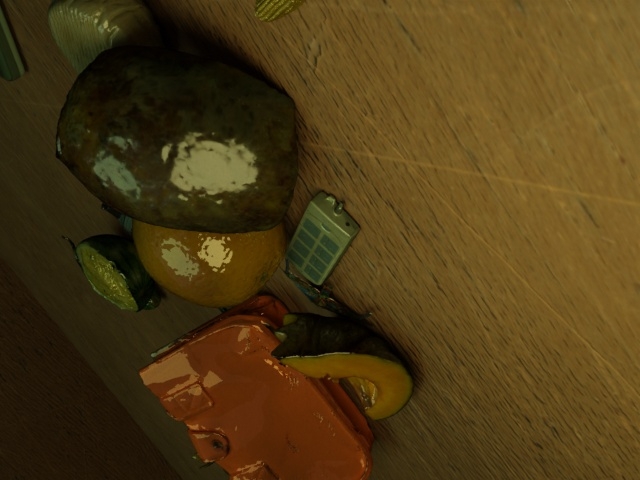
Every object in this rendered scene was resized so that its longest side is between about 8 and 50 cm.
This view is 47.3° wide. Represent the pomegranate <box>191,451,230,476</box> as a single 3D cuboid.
[{"bbox_3d":[-0.155,0.420,1.584,0.221,0.257,0.220,162,90,-82],"label":"pomegranate"}]

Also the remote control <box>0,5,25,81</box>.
[{"bbox_3d":[-0.672,-0.461,1.410,0.128,0.065,0.335,32,148,23],"label":"remote control"}]

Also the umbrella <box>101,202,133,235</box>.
[{"bbox_3d":[-0.369,-0.023,1.547,0.250,0.052,0.053,32,-178,27],"label":"umbrella"}]

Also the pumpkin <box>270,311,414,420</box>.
[{"bbox_3d":[0.056,0.167,1.152,0.149,0.130,0.254,-32,127,29],"label":"pumpkin"}]

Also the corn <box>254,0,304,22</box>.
[{"bbox_3d":[-0.042,-0.265,0.799,0.092,0.037,0.037,-6,121,56],"label":"corn"}]

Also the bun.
[{"bbox_3d":[-0.293,-0.294,1.038,0.166,0.113,0.173,47,151,-12],"label":"bun"}]

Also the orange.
[{"bbox_3d":[-0.165,-0.015,1.090,0.236,0.236,0.236,35,149,25],"label":"orange"}]

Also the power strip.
[{"bbox_3d":[0.000,0.000,1.075,0.080,0.029,0.227,44,152,8],"label":"power strip"}]

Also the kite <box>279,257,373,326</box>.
[{"bbox_3d":[0.003,0.092,1.171,0.183,0.010,0.160,33,162,3],"label":"kite"}]

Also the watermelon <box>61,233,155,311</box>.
[{"bbox_3d":[-0.469,0.062,1.708,0.232,0.127,0.204,15,138,43],"label":"watermelon"}]

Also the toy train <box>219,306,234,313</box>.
[{"bbox_3d":[-0.225,0.042,1.418,0.048,0.055,0.251,-7,121,57],"label":"toy train"}]

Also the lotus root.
[{"bbox_3d":[-0.181,-0.132,0.938,0.314,0.210,0.142,11,160,-8],"label":"lotus root"}]

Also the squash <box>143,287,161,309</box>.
[{"bbox_3d":[-0.487,0.107,1.852,0.219,0.068,0.077,36,158,21],"label":"squash"}]

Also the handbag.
[{"bbox_3d":[-0.110,0.323,1.374,0.304,0.116,0.410,-31,104,16],"label":"handbag"}]
